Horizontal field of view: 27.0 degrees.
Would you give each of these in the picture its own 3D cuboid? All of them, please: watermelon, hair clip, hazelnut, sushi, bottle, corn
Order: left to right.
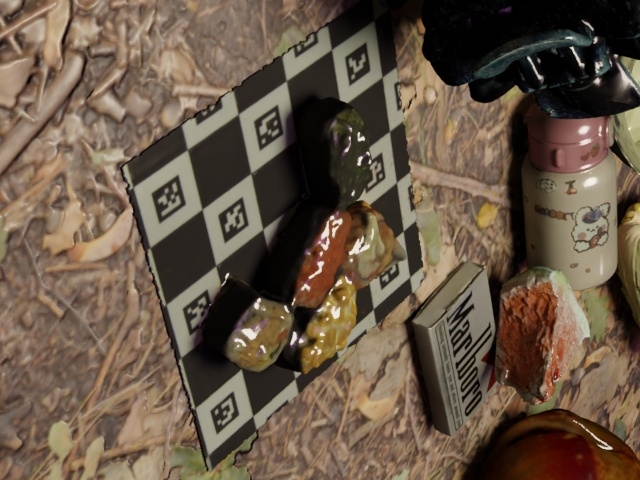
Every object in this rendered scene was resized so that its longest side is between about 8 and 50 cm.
[{"bbox_3d":[0.000,0.000,1.237,0.343,0.064,0.359,-39,134,-34],"label":"sushi"},{"bbox_3d":[0.251,0.121,1.547,0.121,0.098,0.158,24,64,-54],"label":"watermelon"},{"bbox_3d":[0.201,-0.223,1.165,0.194,0.310,0.206,16,67,-53],"label":"hair clip"},{"bbox_3d":[0.302,0.323,1.677,0.251,0.217,0.217,-30,134,-71],"label":"hazelnut"},{"bbox_3d":[0.286,-0.061,1.529,0.110,0.110,0.233,-38,134,-35],"label":"bottle"},{"bbox_3d":[0.476,0.060,1.813,0.305,0.122,0.123,57,43,-49],"label":"corn"}]

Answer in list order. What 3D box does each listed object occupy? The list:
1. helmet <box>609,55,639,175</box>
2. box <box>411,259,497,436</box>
[{"bbox_3d":[0.407,-0.151,1.615,0.257,0.137,0.204,-40,96,-26],"label":"helmet"},{"bbox_3d":[0.157,0.123,1.518,0.115,0.036,0.177,-45,138,-33],"label":"box"}]
